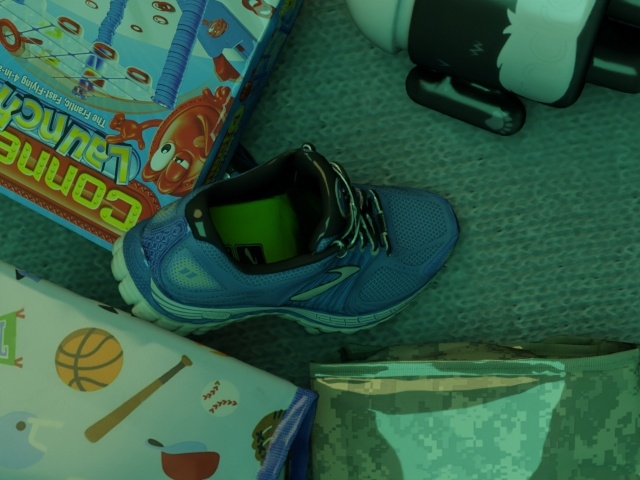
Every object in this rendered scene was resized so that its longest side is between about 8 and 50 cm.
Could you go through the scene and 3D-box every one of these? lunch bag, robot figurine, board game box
[{"bbox_3d":[-0.192,0.223,1.323,0.328,0.385,0.239,25,65,8],"label":"lunch bag"},{"bbox_3d":[0.156,-0.213,1.334,0.278,0.173,0.209,18,78,9],"label":"robot figurine"},{"bbox_3d":[-0.199,-0.176,1.360,0.308,0.086,0.302,27,104,7],"label":"board game box"},{"bbox_3d":[0.145,0.204,1.355,0.287,0.169,0.235,-1,92,15],"label":"lunch bag"}]

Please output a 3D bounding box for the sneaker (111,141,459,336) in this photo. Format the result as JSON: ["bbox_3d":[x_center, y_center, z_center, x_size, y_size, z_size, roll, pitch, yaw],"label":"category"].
[{"bbox_3d":[0.000,0.000,1.309,0.147,0.330,0.129,-38,67,45],"label":"sneaker"}]

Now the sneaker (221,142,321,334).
[{"bbox_3d":[-0.061,0.001,1.436,0.081,0.080,0.211,-40,77,19],"label":"sneaker"}]
